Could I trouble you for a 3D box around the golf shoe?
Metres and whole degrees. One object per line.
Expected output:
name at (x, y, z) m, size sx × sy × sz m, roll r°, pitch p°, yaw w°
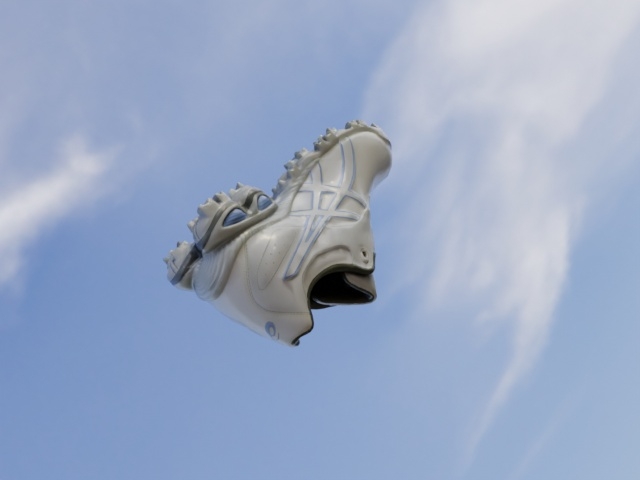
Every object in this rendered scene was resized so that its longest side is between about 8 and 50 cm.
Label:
golf shoe at (0.000, 0.000, 0.698) m, size 0.176 × 0.086 × 0.069 m, roll -38°, pitch -14°, yaw -48°
